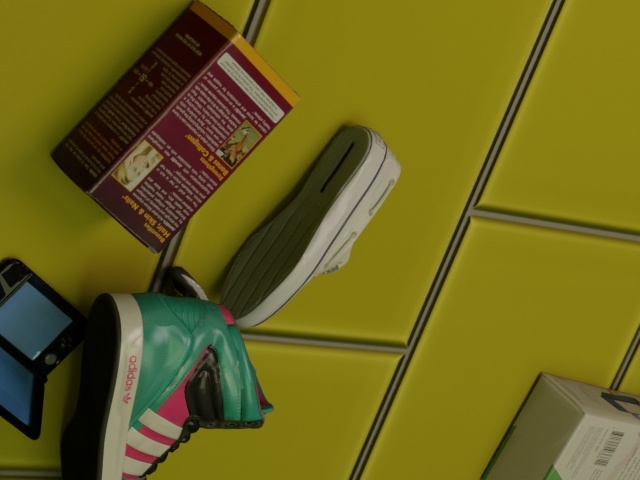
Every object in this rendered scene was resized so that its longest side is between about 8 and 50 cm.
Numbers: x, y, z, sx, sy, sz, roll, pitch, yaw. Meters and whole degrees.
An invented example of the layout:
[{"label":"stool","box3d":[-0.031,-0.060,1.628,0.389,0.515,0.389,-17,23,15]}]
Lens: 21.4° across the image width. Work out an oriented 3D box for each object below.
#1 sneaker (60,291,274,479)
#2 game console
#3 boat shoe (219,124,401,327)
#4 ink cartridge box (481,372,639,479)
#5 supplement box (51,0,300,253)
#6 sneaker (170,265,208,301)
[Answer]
[{"label":"sneaker","box3d":[-0.138,0.165,1.576,0.178,0.124,0.295,-3,131,-25]},{"label":"game console","box3d":[-0.261,0.096,1.493,0.107,0.071,0.122,-44,133,-3]},{"label":"boat shoe","box3d":[0.000,0.000,1.603,0.226,0.083,0.076,-50,132,1]},{"label":"ink cartridge box","box3d":[0.316,0.255,1.972,0.212,0.093,0.154,15,109,-38]},{"label":"supplement box","box3d":[-0.124,-0.098,1.460,0.188,0.081,0.104,-47,133,-1]},{"label":"sneaker","box3d":[-0.124,0.060,1.591,0.035,0.031,0.083,-36,132,-10]}]
